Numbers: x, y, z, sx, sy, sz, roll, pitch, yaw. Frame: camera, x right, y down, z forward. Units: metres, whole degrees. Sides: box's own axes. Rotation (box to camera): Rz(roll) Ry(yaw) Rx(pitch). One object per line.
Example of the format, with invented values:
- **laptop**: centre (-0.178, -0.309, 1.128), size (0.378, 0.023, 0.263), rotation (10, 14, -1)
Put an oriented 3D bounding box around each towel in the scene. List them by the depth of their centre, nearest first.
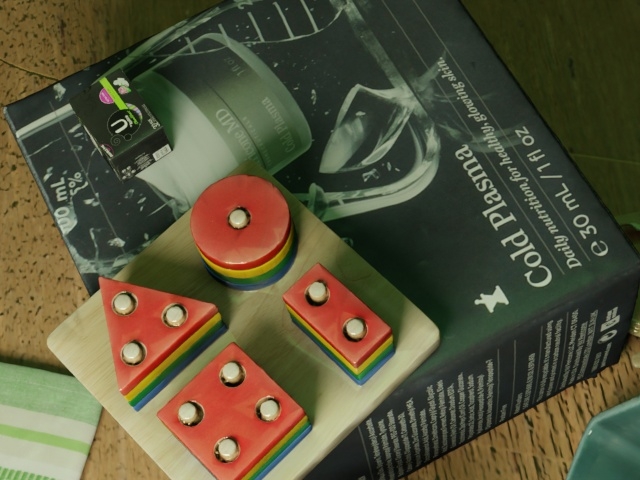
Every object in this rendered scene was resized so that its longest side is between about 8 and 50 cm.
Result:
- **towel**: centre (-0.391, 0.284, 1.447), size (0.248, 0.038, 0.325), rotation (10, 64, 9)

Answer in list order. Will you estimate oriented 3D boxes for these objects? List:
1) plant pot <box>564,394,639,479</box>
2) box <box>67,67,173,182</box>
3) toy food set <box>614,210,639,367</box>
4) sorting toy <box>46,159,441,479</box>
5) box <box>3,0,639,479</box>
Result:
- **plant pot**: centre (0.365, 0.308, 1.249), size (0.252, 0.247, 0.248), rotation (27, 69, -2)
- **box**: centre (-0.192, -0.111, 1.286), size (0.062, 0.052, 0.083), rotation (-34, 67, -9)
- **toy food set**: centre (0.368, 0.057, 1.470), size (0.132, 0.038, 0.192), rotation (-10, 59, -3)
- **sorting toy**: centre (-0.074, 0.076, 1.164), size (0.257, 0.089, 0.255), rotation (-43, 68, -12)
- **box**: centre (0.000, 0.000, 1.403), size (0.472, 0.297, 0.480), rotation (-28, 65, -6)
